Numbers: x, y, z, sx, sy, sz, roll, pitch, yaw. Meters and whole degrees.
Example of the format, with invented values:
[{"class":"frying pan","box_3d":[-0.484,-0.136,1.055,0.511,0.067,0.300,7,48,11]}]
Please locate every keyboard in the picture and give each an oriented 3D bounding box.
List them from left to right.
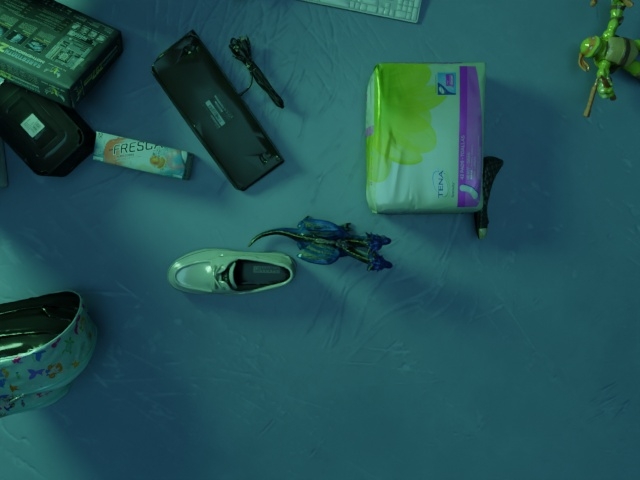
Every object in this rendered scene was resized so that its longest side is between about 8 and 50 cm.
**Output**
[{"class":"keyboard","box_3d":[-0.179,-0.280,1.044,0.201,0.033,0.317,-34,97,8]},{"class":"keyboard","box_3d":[0.078,-0.500,1.041,0.255,0.014,0.072,10,95,-3]}]

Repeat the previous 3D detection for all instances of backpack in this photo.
[{"class":"backpack","box_3d":[-0.561,0.208,0.982,0.253,0.225,0.191,-17,118,-5]}]

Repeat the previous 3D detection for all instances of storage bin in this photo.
[{"class":"storage bin","box_3d":[-0.545,-0.224,1.007,0.122,0.084,0.180,-41,95,2]}]

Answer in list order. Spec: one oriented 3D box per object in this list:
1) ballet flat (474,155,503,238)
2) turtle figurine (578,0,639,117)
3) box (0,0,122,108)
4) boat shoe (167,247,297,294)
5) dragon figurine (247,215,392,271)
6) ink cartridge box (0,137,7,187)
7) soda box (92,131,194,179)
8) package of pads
[{"class":"ballet flat","box_3d":[0.347,-0.088,1.068,0.049,0.057,0.173,6,94,8]},{"class":"turtle figurine","box_3d":[0.606,-0.363,1.040,0.217,0.087,0.270,8,87,-11]},{"class":"box","box_3d":[-0.521,-0.367,0.961,0.232,0.059,0.184,23,56,-4]},{"class":"boat shoe","box_3d":[-0.182,0.070,1.048,0.267,0.088,0.096,2,96,-3]},{"class":"dragon figurine","box_3d":[0.000,0.000,1.020,0.288,0.144,0.085,9,95,-3]},{"class":"ink cartridge box","box_3d":[-0.692,-0.186,0.869,0.119,0.353,0.207,-3,95,-2]},{"class":"soda box","box_3d":[-0.352,-0.168,1.030,0.182,0.063,0.058,12,96,-3]},{"class":"package of pads","box_3d":[0.204,-0.200,1.031,0.228,0.101,0.297,-1,95,-3]}]
